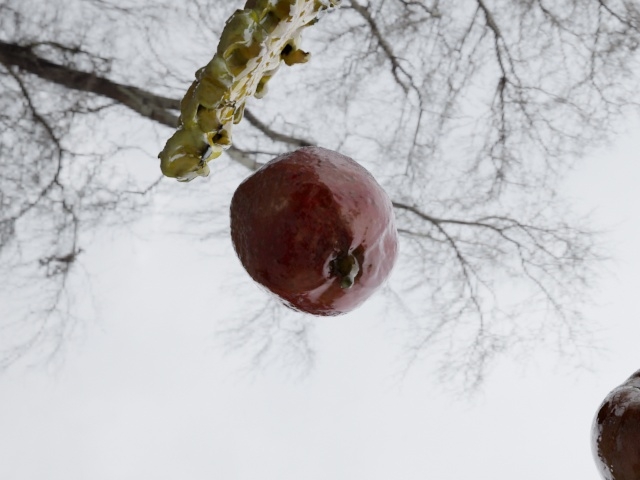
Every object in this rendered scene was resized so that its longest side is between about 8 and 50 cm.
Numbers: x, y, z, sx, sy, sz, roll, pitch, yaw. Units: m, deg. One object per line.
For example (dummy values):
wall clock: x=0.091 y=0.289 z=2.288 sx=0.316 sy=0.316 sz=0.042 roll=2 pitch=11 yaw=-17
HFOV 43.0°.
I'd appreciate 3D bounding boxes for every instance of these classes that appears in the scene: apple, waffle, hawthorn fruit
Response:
apple: x=0.223 y=0.119 z=0.473 sx=0.126 sy=0.126 sz=0.102 roll=-36 pitch=-91 yaw=45
waffle: x=-0.056 y=-0.167 z=0.749 sx=0.060 sy=0.280 sz=0.262 roll=39 pitch=-54 yaw=-4
hawthorn fruit: x=0.000 y=0.000 z=0.964 sx=0.253 sy=0.205 sz=0.205 roll=50 pitch=-55 yaw=55
